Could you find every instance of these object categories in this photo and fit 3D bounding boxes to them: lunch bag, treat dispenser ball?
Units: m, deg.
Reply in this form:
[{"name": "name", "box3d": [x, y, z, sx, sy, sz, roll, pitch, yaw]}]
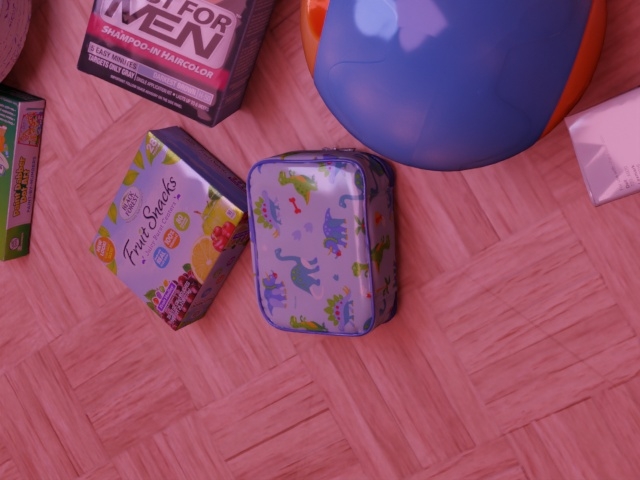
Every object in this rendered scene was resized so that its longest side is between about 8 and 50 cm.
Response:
[{"name": "lunch bag", "box3d": [0.000, 0.000, 1.154, 0.176, 0.090, 0.219, 1, 102, 28]}, {"name": "treat dispenser ball", "box3d": [0.123, -0.210, 0.920, 0.288, 0.288, 0.288, 7, 105, 28]}]

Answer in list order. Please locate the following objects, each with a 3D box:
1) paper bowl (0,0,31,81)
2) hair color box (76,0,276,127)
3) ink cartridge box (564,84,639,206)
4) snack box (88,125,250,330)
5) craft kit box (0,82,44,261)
[{"name": "paper bowl", "box3d": [-0.529, -0.315, 1.318, 0.284, 0.148, 0.284, -1, 86, 12]}, {"name": "hair color box", "box3d": [-0.134, -0.343, 1.113, 0.185, 0.113, 0.375, 24, 113, 5]}, {"name": "ink cartridge box", "box3d": [0.354, -0.117, 0.886, 0.219, 0.160, 0.093, -21, 89, 31]}, {"name": "snack box", "box3d": [-0.190, -0.016, 1.270, 0.174, 0.070, 0.207, 41, 117, 15]}, {"name": "craft kit box", "box3d": [-0.533, -0.125, 1.450, 0.249, 0.061, 0.247, 21, 113, 24]}]
